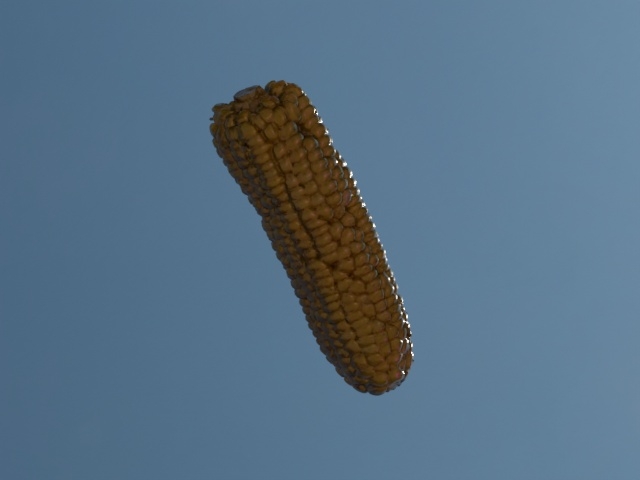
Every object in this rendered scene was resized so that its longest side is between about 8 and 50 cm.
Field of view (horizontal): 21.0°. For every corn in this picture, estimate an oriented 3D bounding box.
[{"bbox_3d":[0.000,0.000,1.487,0.101,0.101,0.292,-27,-82,-15],"label":"corn"}]
